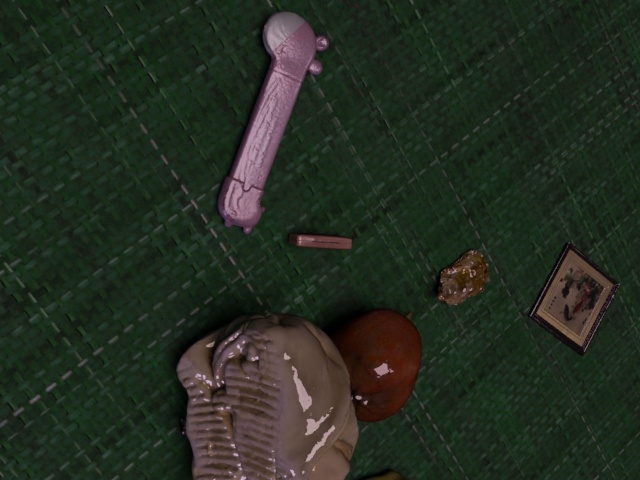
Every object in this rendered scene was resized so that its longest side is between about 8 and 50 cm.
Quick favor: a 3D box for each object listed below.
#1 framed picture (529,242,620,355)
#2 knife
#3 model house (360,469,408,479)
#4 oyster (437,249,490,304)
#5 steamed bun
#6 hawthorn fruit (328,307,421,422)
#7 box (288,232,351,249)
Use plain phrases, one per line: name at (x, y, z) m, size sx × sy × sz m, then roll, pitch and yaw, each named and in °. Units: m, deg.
framed picture at (0.576, 0.134, 1.804) m, size 0.199 × 0.010 × 0.195 m, roll 34°, pitch 80°, yaw -25°
knife at (-0.097, -0.210, 1.423) m, size 0.132 × 0.038 × 0.399 m, roll 20°, pitch 88°, yaw -24°
model house at (0.121, 0.608, 1.563) m, size 0.193 × 0.175 × 0.234 m, roll -18°, pitch 113°, yaw -24°
oyster at (0.297, 0.077, 1.652) m, size 0.146 × 0.045 × 0.122 m, roll 13°, pitch 76°, yaw -27°
steamed bun at (-0.072, 0.290, 1.366) m, size 0.237 × 0.346 × 0.394 m, roll -6°, pitch 131°, yaw -47°
hawthorn fruit at (0.112, 0.216, 1.504) m, size 0.251 × 0.199 × 0.199 m, roll -42°, pitch 113°, yaw -38°
box at (0.000, 0.000, 1.487) m, size 0.115 × 0.048 × 0.025 m, roll 4°, pitch 98°, yaw -25°
